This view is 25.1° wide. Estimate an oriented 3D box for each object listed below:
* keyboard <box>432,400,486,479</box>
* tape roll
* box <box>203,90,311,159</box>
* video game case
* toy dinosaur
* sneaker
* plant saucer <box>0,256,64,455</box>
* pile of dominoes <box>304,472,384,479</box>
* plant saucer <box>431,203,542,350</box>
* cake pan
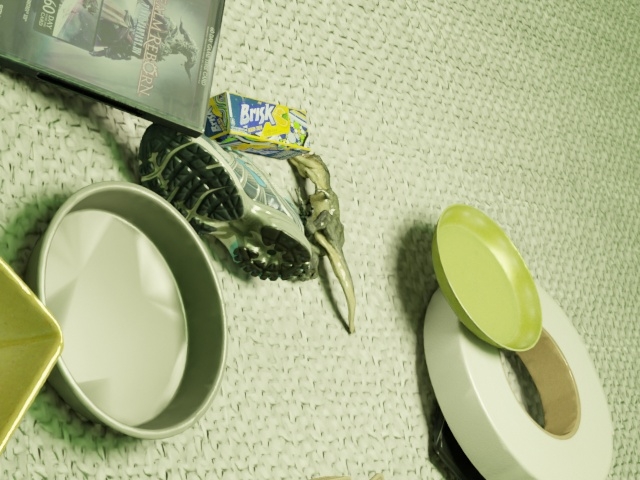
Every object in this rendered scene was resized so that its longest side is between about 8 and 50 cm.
[{"bbox_3d":[0.268,0.331,2.179,0.317,0.033,0.201,51,41,-29],"label":"keyboard"},{"bbox_3d":[0.307,0.219,2.186,0.392,0.072,0.392,33,41,-34],"label":"tape roll"},{"bbox_3d":[-0.086,-0.148,1.881,0.169,0.054,0.059,8,69,-53],"label":"box"},{"bbox_3d":[-0.245,-0.248,1.643,0.274,0.026,0.196,19,61,-24],"label":"video game case"},{"bbox_3d":[0.000,0.000,1.933,0.118,0.064,0.268,-10,87,-62],"label":"toy dinosaur"},{"bbox_3d":[-0.124,-0.064,1.776,0.283,0.110,0.122,44,25,-37],"label":"sneaker"},{"bbox_3d":[-0.421,0.096,1.294,0.333,0.081,0.333,53,39,-26],"label":"plant saucer"},{"bbox_3d":[0.024,0.425,1.818,0.196,0.040,0.251,1,83,-54],"label":"pile of dominoes"},{"bbox_3d":[0.239,0.060,2.122,0.241,0.037,0.241,32,42,-34],"label":"plant saucer"},{"bbox_3d":[-0.218,0.080,1.600,0.293,0.054,0.293,27,55,-46],"label":"cake pan"}]
